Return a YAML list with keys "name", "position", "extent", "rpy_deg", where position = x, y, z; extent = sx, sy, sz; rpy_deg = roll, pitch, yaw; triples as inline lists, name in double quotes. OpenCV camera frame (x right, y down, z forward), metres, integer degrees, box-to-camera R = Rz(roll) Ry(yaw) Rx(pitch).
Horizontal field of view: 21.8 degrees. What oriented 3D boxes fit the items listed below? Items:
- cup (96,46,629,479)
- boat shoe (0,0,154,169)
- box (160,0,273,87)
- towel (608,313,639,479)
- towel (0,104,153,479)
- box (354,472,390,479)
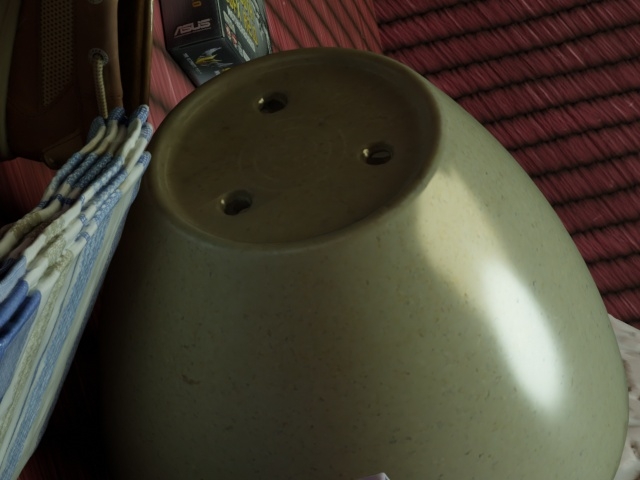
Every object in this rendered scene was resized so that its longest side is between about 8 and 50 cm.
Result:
- name: "cup"
  position: [0.005, 0.029, 0.973]
  extent: [0.331, 0.331, 0.237]
  rpy_deg: [-93, 171, -46]
- name: "boat shoe"
  position: [-0.115, -0.183, 0.892]
  extent: [0.123, 0.116, 0.324]
  rpy_deg: [-68, 172, -59]
- name: "box"
  position: [-0.098, -0.224, 1.599]
  extent: [0.231, 0.056, 0.183]
  rpy_deg: [54, 26, -68]
- name: "towel"
  position: [0.121, 0.125, 1.144]
  extent: [0.332, 0.317, 0.053]
  rpy_deg: [-19, 128, -41]
- name: "towel"
  position: [-0.143, 0.065, 0.735]
  extent: [0.285, 0.034, 0.209]
  rpy_deg: [-72, -175, -70]
- name: "box"
  position: [-0.041, 0.260, 0.800]
  extent: [0.117, 0.214, 0.243]
  rpy_deg: [56, 23, -64]
